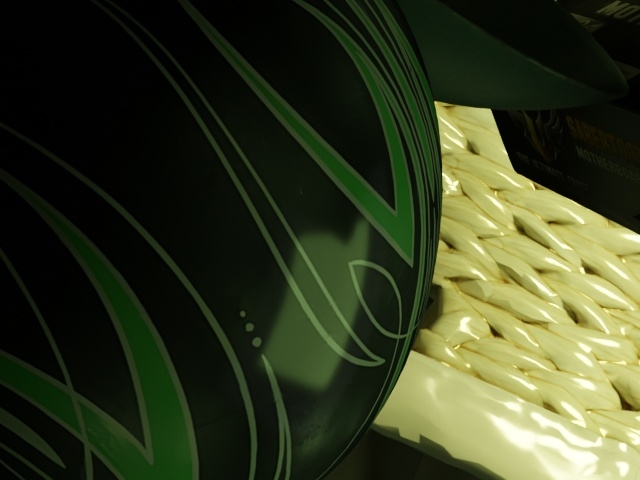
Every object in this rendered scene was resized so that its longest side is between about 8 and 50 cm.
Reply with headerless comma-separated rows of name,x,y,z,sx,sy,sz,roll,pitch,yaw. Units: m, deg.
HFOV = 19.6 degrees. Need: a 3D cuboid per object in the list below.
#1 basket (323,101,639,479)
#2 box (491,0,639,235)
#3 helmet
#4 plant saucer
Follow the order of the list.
basket,0.000,0.000,0.943,0.331,0.328,0.266,126,-12,-69
box,0.178,-0.057,0.573,0.183,0.056,0.231,-28,-155,-11
helmet,-0.050,-0.010,0.431,0.169,0.161,0.169,-60,-177,5
plant saucer,0.003,-0.089,0.544,0.037,0.195,0.195,-54,-175,16
